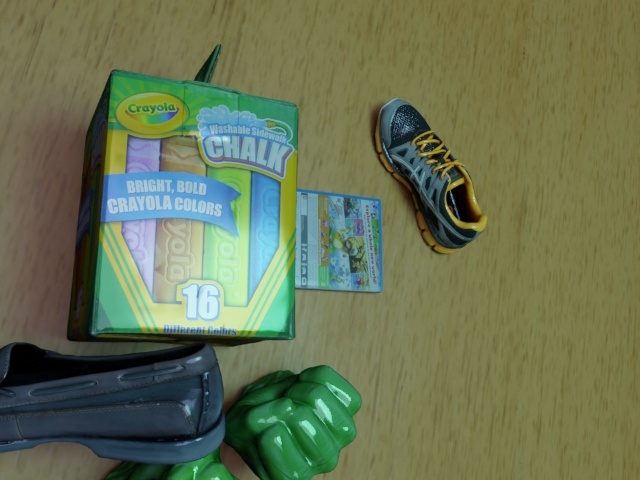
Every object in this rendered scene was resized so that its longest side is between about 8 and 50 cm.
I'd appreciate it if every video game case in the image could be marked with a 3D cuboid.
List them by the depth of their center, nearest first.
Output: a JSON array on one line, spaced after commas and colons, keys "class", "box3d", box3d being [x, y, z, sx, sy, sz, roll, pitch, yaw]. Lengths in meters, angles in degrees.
[{"class": "video game case", "box3d": [0.000, 0.000, 0.773, 0.166, 0.015, 0.119, 5, 78, -25]}]

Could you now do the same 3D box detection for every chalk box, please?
[{"class": "chalk box", "box3d": [-0.135, -0.046, 0.626, 0.179, 0.180, 0.289, 5, 77, -25]}]

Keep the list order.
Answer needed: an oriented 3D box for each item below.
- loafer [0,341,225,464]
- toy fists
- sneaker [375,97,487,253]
[{"class": "loafer", "box3d": [-0.230, 0.119, 0.544, 0.302, 0.109, 0.095, 5, 106, -1]}, {"class": "toy fists", "box3d": [-0.084, 0.209, 0.614, 0.279, 0.142, 0.096, -26, 103, -28]}, {"class": "sneaker", "box3d": [0.147, -0.089, 0.823, 0.084, 0.083, 0.215, -31, 93, -25]}]
